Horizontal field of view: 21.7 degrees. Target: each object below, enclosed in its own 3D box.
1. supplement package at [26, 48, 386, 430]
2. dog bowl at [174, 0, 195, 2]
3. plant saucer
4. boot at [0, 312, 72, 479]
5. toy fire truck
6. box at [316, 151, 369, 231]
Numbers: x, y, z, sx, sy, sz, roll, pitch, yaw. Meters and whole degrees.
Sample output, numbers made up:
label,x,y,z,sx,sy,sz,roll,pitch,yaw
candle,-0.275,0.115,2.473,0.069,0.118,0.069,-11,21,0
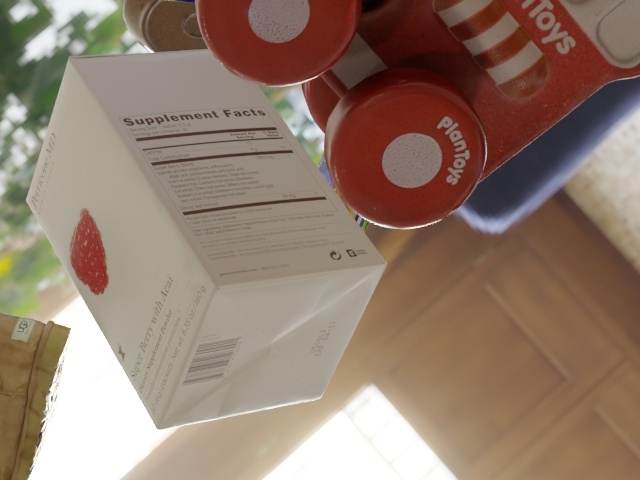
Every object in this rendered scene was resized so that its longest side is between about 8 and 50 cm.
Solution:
label,x,y,z,sx,sy,sz,roll,pitch,yaw
supplement package,-0.110,-0.009,1.464,0.293,0.175,0.177,55,137,34
dog bowl,-0.075,-0.305,1.222,0.265,0.104,0.265,-177,90,-72
plant saucer,-0.129,-0.244,1.817,0.168,0.168,0.029,56,-162,-52
boot,-0.392,0.126,1.644,0.269,0.236,0.089,17,-148,-2
toy fire truck,0.063,-0.176,1.056,0.302,0.254,0.169,48,-169,-23
box,0.000,0.000,1.650,0.054,0.169,0.059,28,176,-30
